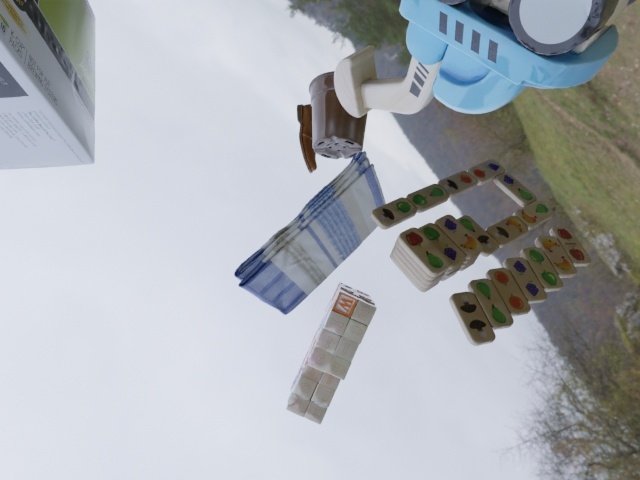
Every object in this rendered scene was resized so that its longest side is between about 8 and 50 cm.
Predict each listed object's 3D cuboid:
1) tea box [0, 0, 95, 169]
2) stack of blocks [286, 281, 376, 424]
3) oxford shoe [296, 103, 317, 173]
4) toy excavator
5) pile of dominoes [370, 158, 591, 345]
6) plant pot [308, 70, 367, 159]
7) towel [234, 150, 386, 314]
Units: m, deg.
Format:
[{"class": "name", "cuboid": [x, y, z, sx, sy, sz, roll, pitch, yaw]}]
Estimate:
[{"class": "tea box", "cuboid": [-0.486, -0.319, 0.602, 0.220, 0.329, 0.324, -5, -108, -10]}, {"class": "stack of blocks", "cuboid": [0.021, 0.255, 0.975, 0.087, 0.297, 0.171, 24, -178, 1]}, {"class": "oxford shoe", "cuboid": [-0.023, -0.306, 1.261, 0.076, 0.076, 0.212, 14, -109, -81]}, {"class": "toy excavator", "cuboid": [0.215, -0.317, 0.714, 0.433, 0.445, 0.222, 41, -119, 19]}, {"class": "pile of dominoes", "cuboid": [0.201, -0.013, 0.502, 0.251, 0.040, 0.196, -24, -120, -27]}, {"class": "plant pot", "cuboid": [0.046, -0.302, 1.063, 0.167, 0.167, 0.165, 19, -109, -49]}, {"class": "towel", "cuboid": [0.000, 0.000, 0.726, 0.034, 0.285, 0.209, 43, 175, 29]}]
